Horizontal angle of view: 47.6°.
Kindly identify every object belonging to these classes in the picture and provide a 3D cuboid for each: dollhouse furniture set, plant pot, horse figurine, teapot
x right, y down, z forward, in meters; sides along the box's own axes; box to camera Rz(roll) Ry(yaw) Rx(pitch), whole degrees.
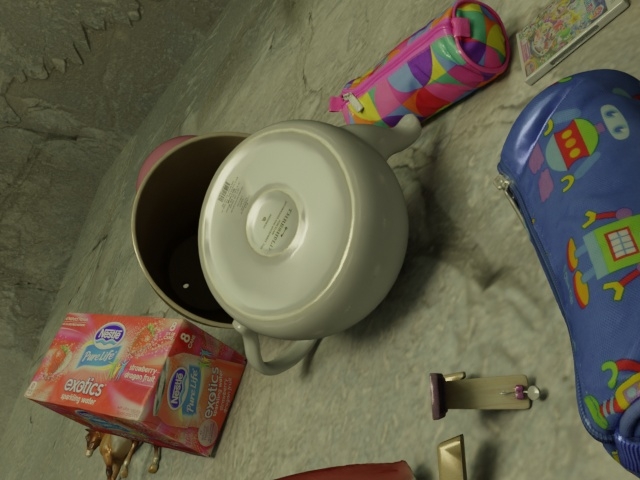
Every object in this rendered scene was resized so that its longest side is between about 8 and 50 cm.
[{"bbox_3d":[0.136,0.161,0.576,0.081,0.091,0.114,-6,78,15],"label":"dollhouse furniture set"},{"bbox_3d":[-0.143,0.015,1.033,0.274,0.256,0.256,140,151,-68],"label":"plant pot"},{"bbox_3d":[-0.332,0.344,1.238,0.263,0.066,0.174,-47,33,32],"label":"horse figurine"},{"bbox_3d":[0.000,0.000,0.814,0.256,0.187,0.253,-22,69,29],"label":"teapot"}]

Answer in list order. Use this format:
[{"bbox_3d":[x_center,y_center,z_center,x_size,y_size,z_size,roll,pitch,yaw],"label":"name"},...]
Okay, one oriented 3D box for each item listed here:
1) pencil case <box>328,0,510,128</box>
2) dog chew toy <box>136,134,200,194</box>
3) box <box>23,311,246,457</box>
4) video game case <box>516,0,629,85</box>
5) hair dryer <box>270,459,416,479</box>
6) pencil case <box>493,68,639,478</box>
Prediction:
[{"bbox_3d":[0.116,-0.195,0.880,0.236,0.104,0.104,-27,42,51],"label":"pencil case"},{"bbox_3d":[-0.180,-0.091,1.249,0.332,0.206,0.207,-4,61,53],"label":"dog chew toy"},{"bbox_3d":[-0.276,0.204,1.073,0.300,0.142,0.154,-2,57,41],"label":"box"},{"bbox_3d":[0.254,-0.225,0.744,0.122,0.011,0.087,-40,32,40],"label":"video game case"},{"bbox_3d":[-0.045,0.246,0.667,0.293,0.223,0.080,-21,87,30],"label":"hair dryer"},{"bbox_3d":[0.200,0.009,0.469,0.133,0.119,0.306,-20,39,15],"label":"pencil case"}]
